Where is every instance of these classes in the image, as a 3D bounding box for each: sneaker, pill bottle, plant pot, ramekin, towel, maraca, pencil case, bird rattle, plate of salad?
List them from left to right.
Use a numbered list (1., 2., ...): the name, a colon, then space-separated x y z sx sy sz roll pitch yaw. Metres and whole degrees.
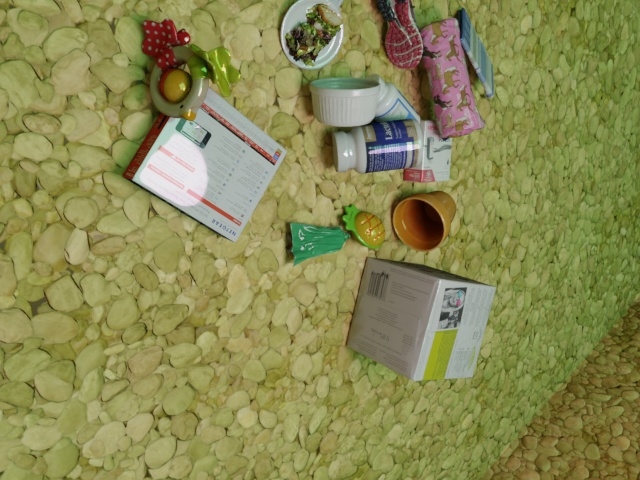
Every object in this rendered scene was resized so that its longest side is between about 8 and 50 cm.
1. bird rattle: -0.330 -0.391 1.207 0.207 0.253 0.143 -66 164 8
2. plate of salad: -0.017 -0.586 1.485 0.199 0.048 0.200 -14 124 -21
3. ramekin: 0.071 -0.408 1.534 0.207 0.207 0.109 -19 122 -33
4. maraca: 0.145 -0.046 1.751 0.185 0.099 0.127 34 48 -25
5. pill bottle: 0.172 -0.288 1.619 0.264 0.153 0.153 -8 109 -6
6. pill bottle: 0.216 -0.431 1.687 0.221 0.124 0.124 37 78 -38
7. sneaker: 0.264 -0.697 1.666 0.112 0.120 0.299 -65 146 -46
8. plant pot: 0.395 -0.090 1.885 0.188 0.205 0.205 -34 121 -44
9. pencil case: 0.428 -0.538 1.741 0.159 0.167 0.387 -19 97 -18
10. towel: 0.563 -0.675 1.894 0.285 0.034 0.209 44 43 -37

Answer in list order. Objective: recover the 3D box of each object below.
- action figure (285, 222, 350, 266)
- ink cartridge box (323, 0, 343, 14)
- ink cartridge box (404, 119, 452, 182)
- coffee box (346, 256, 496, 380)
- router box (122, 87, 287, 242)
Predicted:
1. action figure: 0.000 0.000 1.670 0.232 0.063 0.137 -7 104 -33
2. ink cartridge box: -0.025 -0.804 1.439 0.311 0.065 0.186 37 79 -41
3. ink cartridge box: 0.388 -0.322 1.872 0.158 0.092 0.218 -9 105 -37
4. coffee box: 0.351 0.268 1.839 0.334 0.337 0.339 9 96 -39
5. router box: -0.291 -0.205 1.375 0.335 0.082 0.301 36 79 -38
